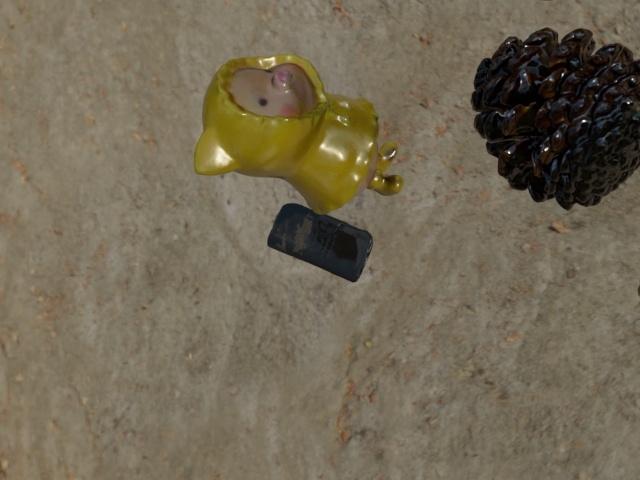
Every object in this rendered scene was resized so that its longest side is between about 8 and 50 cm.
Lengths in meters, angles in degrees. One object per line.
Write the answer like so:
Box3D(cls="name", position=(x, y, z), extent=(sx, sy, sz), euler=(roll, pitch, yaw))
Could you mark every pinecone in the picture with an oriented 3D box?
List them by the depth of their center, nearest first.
Box3D(cls="pinecone", position=(0.330, -0.183, 0.906), extent=(0.246, 0.246, 0.292), euler=(-61, 30, 20))

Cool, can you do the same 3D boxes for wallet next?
Box3D(cls="wallet", position=(0.000, 0.000, 0.961), extent=(0.156, 0.018, 0.082), euler=(24, 89, 16))

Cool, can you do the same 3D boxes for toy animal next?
Box3D(cls="toy animal", position=(-0.017, -0.109, 0.683), extent=(0.156, 0.229, 0.156), euler=(-52, 28, 42))

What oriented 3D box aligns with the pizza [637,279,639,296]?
Box3D(cls="pizza", position=(0.406, 0.076, 0.563), extent=(0.271, 0.134, 0.056), euler=(30, 147, 2))
